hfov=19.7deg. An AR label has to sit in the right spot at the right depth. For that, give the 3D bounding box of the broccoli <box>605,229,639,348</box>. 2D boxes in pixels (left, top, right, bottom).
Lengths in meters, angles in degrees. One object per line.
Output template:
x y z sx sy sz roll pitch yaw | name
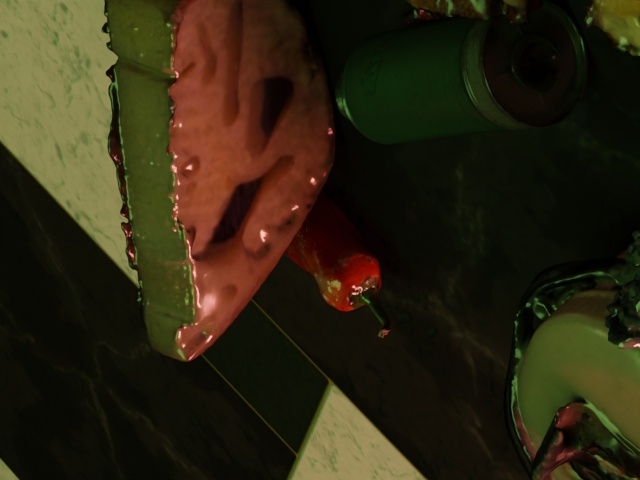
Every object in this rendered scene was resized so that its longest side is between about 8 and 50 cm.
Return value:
0.289 0.065 0.899 0.304 0.145 0.165 37 154 5 | broccoli

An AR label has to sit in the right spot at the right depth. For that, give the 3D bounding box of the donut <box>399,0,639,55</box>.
0.132 -0.163 0.910 0.217 0.085 0.141 24 139 41 | donut

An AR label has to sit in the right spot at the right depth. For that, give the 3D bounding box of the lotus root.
-0.064 -0.071 1.221 0.074 0.170 0.261 14 123 41 | lotus root

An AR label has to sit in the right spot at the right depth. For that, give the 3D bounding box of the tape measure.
0.205 0.135 1.086 0.231 0.133 0.271 38 151 26 | tape measure

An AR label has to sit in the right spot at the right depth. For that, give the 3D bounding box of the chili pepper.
0.000 0.000 1.324 0.191 0.050 0.059 52 157 29 | chili pepper

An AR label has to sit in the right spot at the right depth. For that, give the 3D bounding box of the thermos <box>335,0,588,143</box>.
0.075 -0.097 1.094 0.187 0.083 0.073 -2 98 59 | thermos
